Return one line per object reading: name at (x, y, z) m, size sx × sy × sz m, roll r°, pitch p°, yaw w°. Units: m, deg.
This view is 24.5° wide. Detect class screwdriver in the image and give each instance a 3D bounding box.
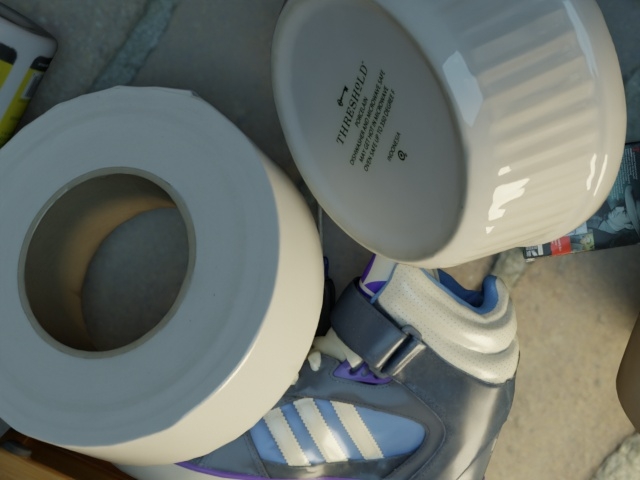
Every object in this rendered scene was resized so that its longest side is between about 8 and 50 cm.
screwdriver at (0.000, 0.000, 1.233) m, size 0.024 × 0.025 × 0.170 m, roll -1°, pitch 104°, yaw 0°

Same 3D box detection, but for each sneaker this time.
sneaker at (0.000, 0.091, 1.190) m, size 0.322 × 0.130 × 0.236 m, roll 9°, pitch 104°, yaw -5°

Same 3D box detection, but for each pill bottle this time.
pill bottle at (-0.307, -0.095, 1.174) m, size 0.119 × 0.119 × 0.208 m, roll 29°, pitch 97°, yaw -4°

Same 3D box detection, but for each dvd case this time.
dvd case at (0.225, -0.034, 1.237) m, size 0.119 × 0.013 × 0.087 m, roll -9°, pitch 99°, yaw 3°

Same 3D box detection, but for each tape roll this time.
tape roll at (-0.144, 0.027, 1.138) m, size 0.286 × 0.100 × 0.286 m, roll -6°, pitch 72°, yaw 19°

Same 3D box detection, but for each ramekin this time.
ramekin at (0.077, -0.103, 1.061) m, size 0.127 × 0.273 × 0.273 m, roll -28°, pitch 99°, yaw -31°

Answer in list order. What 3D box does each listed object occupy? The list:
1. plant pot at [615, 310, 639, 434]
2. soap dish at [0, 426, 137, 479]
plant pot at (0.383, 0.055, 1.129) m, size 0.323 × 0.323 × 0.280 m, roll 29°, pitch 115°, yaw -4°
soap dish at (-0.162, 0.247, 1.176) m, size 0.290 × 0.229 × 0.118 m, roll 25°, pitch 89°, yaw -4°
